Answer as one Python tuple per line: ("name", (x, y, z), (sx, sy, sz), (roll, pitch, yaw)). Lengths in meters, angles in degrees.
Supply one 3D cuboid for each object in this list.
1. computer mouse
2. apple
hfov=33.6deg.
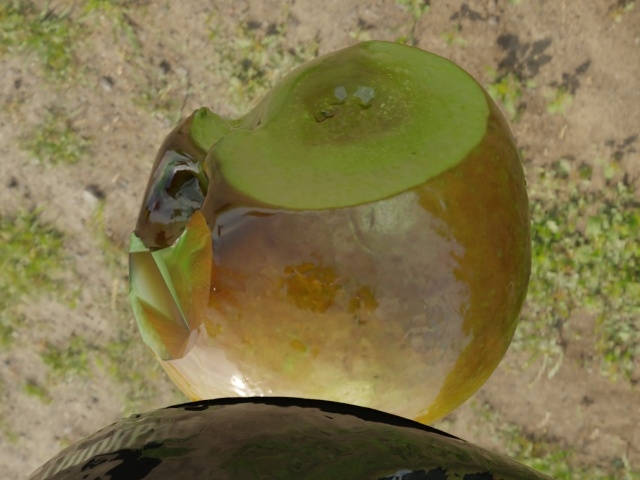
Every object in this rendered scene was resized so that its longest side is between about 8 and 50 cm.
("computer mouse", (-0.016, 0.117, 0.429), (0.269, 0.100, 0.170), (14, 155, -41))
("apple", (0.000, 0.000, 0.989), (0.374, 0.384, 0.374), (1, 173, 0))
